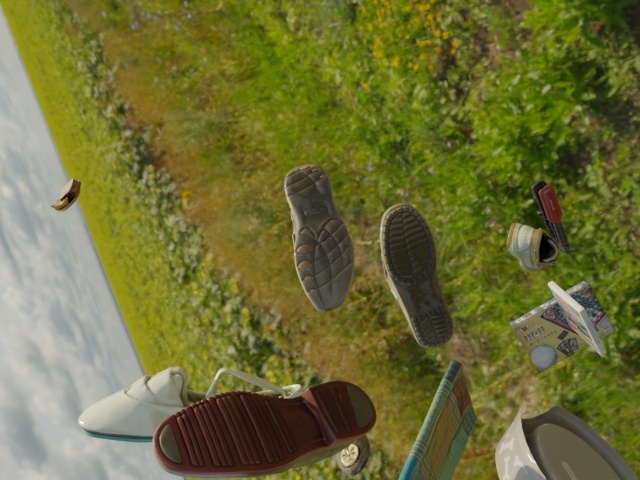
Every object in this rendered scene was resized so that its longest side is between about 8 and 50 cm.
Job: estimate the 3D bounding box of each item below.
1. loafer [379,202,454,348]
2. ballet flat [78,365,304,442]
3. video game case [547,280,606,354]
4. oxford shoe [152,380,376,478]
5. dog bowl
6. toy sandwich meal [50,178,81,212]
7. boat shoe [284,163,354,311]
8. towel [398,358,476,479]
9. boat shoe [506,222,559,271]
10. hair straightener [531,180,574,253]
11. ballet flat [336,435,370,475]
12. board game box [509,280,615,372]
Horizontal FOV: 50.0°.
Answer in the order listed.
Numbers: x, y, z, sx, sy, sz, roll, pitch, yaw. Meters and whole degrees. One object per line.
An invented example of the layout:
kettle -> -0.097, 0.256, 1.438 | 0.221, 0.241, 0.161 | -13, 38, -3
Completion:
loafer -> 0.164, 0.064, 1.249 | 0.092, 0.102, 0.268 | -157, 52, -79
ballet flat -> -0.213, 0.285, 1.216 | 0.139, 0.400, 0.139 | -173, 90, -79
video game case -> 0.613, 0.183, 1.645 | 0.143, 0.019, 0.157 | 56, -176, -23
oxford shoe -> -0.081, 0.294, 0.984 | 0.130, 0.348, 0.123 | -56, 45, 37
dog bowl -> 0.475, 0.466, 1.278 | 0.102, 0.349, 0.348 | -52, 51, 23
toy sandwich meal -> -0.563, -0.099, 1.518 | 0.029, 0.085, 0.085 | 45, 178, -35
boat shoe -> 0.000, 0.000, 1.418 | 0.116, 0.123, 0.324 | 86, 177, -64
towel -> 0.245, 0.474, 1.466 | 0.040, 0.370, 0.271 | 13, 147, 30
boat shoe -> 0.279, 0.014, 0.874 | 0.045, 0.135, 0.050 | 11, 84, 36
hair straightener -> 0.593, -0.056, 1.747 | 0.230, 0.047, 0.089 | 55, -176, -25
ballet flat -> 0.055, 0.406, 1.500 | 0.058, 0.084, 0.250 | 50, -165, -25
board game box -> 0.689, 0.247, 1.958 | 0.165, 0.243, 0.042 | 57, -172, -10
